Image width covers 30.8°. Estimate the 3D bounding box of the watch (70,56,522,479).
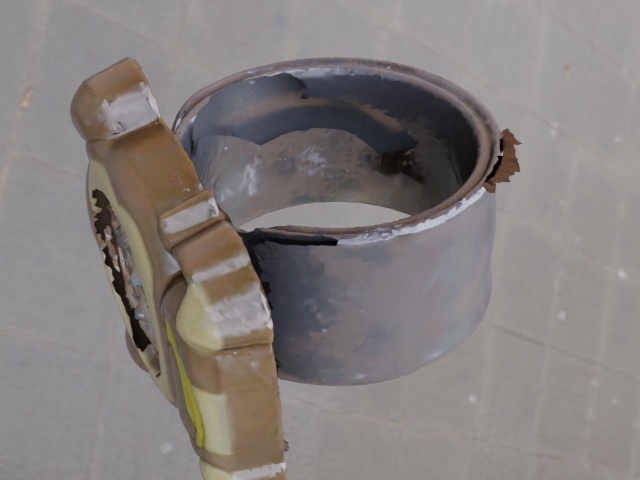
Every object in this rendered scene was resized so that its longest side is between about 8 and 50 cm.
[{"bbox_3d":[0.000,0.000,0.954,0.327,0.335,0.314,-18,129,-18],"label":"watch"}]
